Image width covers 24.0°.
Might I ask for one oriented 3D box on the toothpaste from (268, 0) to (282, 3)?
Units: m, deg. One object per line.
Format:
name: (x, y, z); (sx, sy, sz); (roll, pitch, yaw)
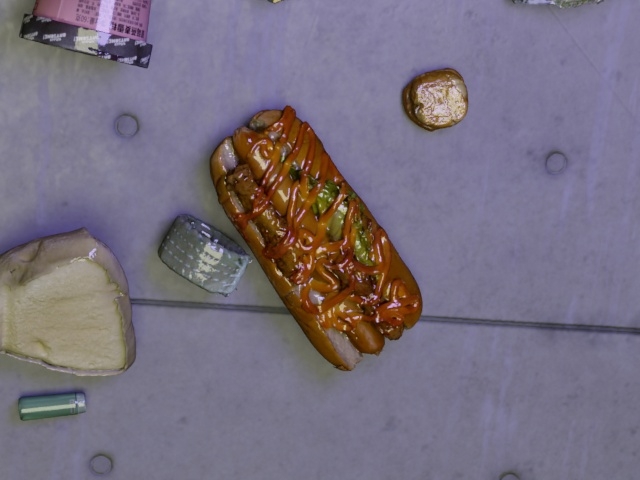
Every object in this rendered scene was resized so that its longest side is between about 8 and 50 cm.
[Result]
toothpaste: (0.070, -0.377, 1.790); (0.312, 0.071, 0.089); (-22, 105, -3)

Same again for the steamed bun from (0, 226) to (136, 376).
steamed bun: (-0.334, 0.064, 1.814); (0.212, 0.110, 0.231); (-3, 135, -3)

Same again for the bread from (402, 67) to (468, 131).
bread: (0.147, -0.175, 1.871); (0.081, 0.046, 0.083); (41, 97, -12)

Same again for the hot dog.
hot dog: (0.000, 0.000, 1.848); (0.158, 0.117, 0.349); (-36, 108, -11)

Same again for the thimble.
thimble: (-0.142, 0.019, 1.847); (0.110, 0.084, 0.062); (32, 101, 6)

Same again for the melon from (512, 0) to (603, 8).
melon: (0.318, -0.362, 1.829); (0.202, 0.093, 0.140); (-16, 110, 4)

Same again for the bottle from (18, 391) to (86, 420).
bottle: (-0.338, 0.208, 1.897); (0.083, 0.030, 0.030); (-5, 106, -10)

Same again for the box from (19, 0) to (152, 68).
box: (-0.258, -0.278, 1.722); (0.151, 0.151, 0.135); (11, 94, -13)
